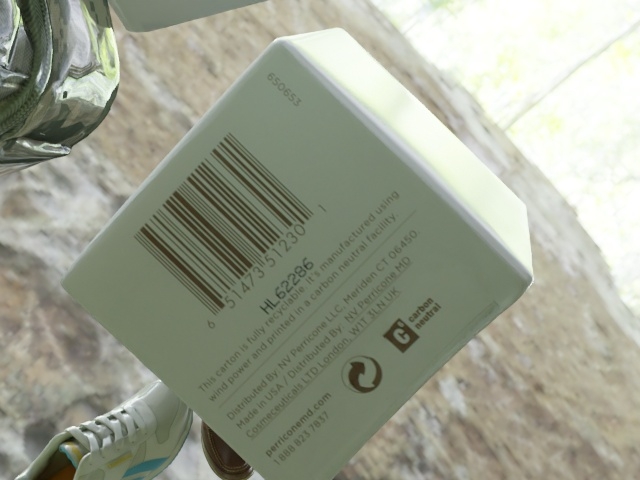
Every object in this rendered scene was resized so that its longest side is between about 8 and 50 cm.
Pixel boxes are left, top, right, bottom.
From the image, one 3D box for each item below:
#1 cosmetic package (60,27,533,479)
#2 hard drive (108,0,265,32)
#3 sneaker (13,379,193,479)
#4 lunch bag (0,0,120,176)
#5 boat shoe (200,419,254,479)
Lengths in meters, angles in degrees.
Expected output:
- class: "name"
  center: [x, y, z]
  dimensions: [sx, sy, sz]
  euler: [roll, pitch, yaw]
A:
- class: "cosmetic package"
  center: [0.000, 0.000, 1.241]
  dimensions: [0.327, 0.329, 0.394]
  euler: [43, -165, -2]
- class: "hard drive"
  center: [-0.065, -0.234, 0.708]
  dimensions: [0.319, 0.210, 0.040]
  euler: [64, -168, -74]
- class: "sneaker"
  center: [-0.238, 0.235, 1.287]
  dimensions: [0.087, 0.228, 0.092]
  euler: [41, 165, 30]
- class: "lunch bag"
  center: [-0.254, -0.108, 0.431]
  dimensions: [0.256, 0.305, 0.213]
  euler: [-12, -92, -79]
- class: "boat shoe"
  center: [-0.113, 0.201, 1.367]
  dimensions: [0.064, 0.060, 0.178]
  euler: [-7, -132, -7]
